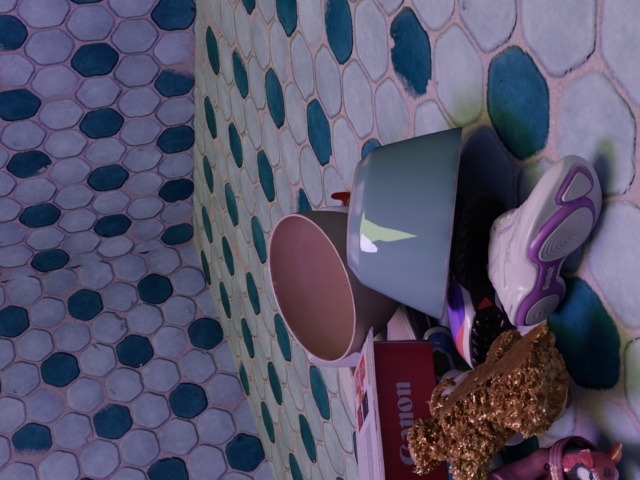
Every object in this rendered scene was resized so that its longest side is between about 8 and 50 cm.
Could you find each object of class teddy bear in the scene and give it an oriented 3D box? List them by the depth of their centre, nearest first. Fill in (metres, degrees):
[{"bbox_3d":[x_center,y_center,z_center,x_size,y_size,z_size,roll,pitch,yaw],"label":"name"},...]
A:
[{"bbox_3d":[0.251,0.248,1.232,0.113,0.245,0.338,41,125,-3],"label":"teddy bear"}]

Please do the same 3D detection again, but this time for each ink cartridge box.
[{"bbox_3d":[0.140,0.340,1.453,0.272,0.130,0.310,98,170,-58],"label":"ink cartridge box"}]

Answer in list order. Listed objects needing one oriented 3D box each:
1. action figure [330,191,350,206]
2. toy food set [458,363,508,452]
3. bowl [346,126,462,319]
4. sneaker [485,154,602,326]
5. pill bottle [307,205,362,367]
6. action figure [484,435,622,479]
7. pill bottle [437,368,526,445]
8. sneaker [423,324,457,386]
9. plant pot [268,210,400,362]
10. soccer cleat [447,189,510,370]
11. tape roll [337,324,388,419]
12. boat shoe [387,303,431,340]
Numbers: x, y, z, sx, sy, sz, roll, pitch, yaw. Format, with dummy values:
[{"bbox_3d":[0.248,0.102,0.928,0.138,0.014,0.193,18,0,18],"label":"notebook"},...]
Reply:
[{"bbox_3d":[0.000,0.000,2.056,0.280,0.139,0.092,101,152,-56],"label":"action figure"},{"bbox_3d":[0.289,0.284,1.509,0.132,0.038,0.192,-150,50,-66],"label":"toy food set"},{"bbox_3d":[0.134,-0.034,1.352,0.311,0.163,0.312,5,-90,-81],"label":"bowl"},{"bbox_3d":[0.292,-0.013,1.179,0.305,0.114,0.152,98,153,-46],"label":"sneaker"},{"bbox_3d":[0.041,0.101,1.784,0.176,0.176,0.319,118,155,-63],"label":"pill bottle"},{"bbox_3d":[0.359,0.388,1.239,0.276,0.248,0.370,-64,-5,-48],"label":"action figure"},{"bbox_3d":[0.273,0.272,1.401,0.169,0.094,0.094,16,117,60],"label":"pill bottle"},{"bbox_3d":[0.226,0.273,1.593,0.081,0.080,0.211,-56,-43,-72],"label":"sneaker"},{"bbox_3d":[0.055,0.065,1.576,0.284,0.190,0.284,33,132,47],"label":"plant pot"},{"bbox_3d":[0.250,0.063,1.380,0.116,0.108,0.318,-140,38,-61],"label":"soccer cleat"},{"bbox_3d":[0.131,0.305,1.951,0.392,0.072,0.392,167,90,-71],"label":"tape roll"},{"bbox_3d":[0.183,0.147,1.693,0.112,0.095,0.335,-14,93,60],"label":"boat shoe"}]
